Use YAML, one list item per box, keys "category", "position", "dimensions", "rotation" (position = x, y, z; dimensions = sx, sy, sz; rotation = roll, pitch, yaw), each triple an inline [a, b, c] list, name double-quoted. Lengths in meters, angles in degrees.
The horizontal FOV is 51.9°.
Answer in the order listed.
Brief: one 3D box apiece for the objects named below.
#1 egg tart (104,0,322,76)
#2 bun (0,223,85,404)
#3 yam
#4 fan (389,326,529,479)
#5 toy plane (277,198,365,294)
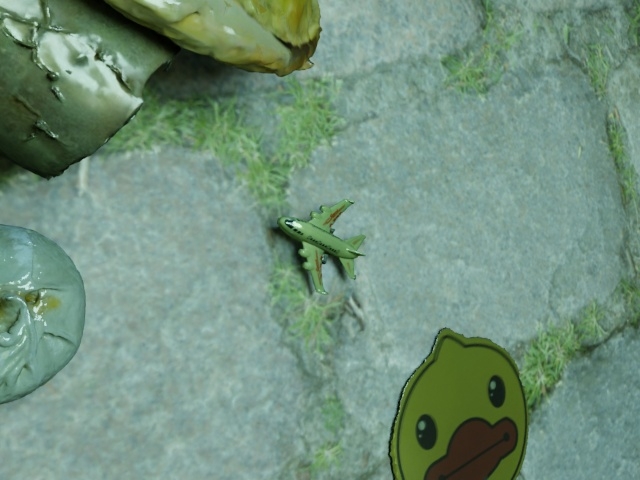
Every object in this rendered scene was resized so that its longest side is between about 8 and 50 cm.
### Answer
- category: "egg tart"
  position: [-0.099, -0.285, 0.489]
  dimensions: [0.345, 0.132, 0.345]
  rotation: [38, 31, -28]
- category: "bun"
  position: [-0.239, 0.053, 0.480]
  dimensions: [0.141, 0.083, 0.141]
  rotation: [5, 81, -33]
- category: "yam"
  position: [-0.257, -0.176, 0.433]
  dimensions: [0.304, 0.168, 0.168]
  rotation: [36, 69, -26]
- category: "fan"
  position: [0.182, 0.265, 0.784]
  dimensions: [0.229, 0.011, 0.335]
  rotation: [-17, 95, -33]
- category: "toy plane"
  position: [0.000, 0.000, 0.664]
  dimensions: [0.111, 0.040, 0.102]
  rotation: [23, 73, -29]
